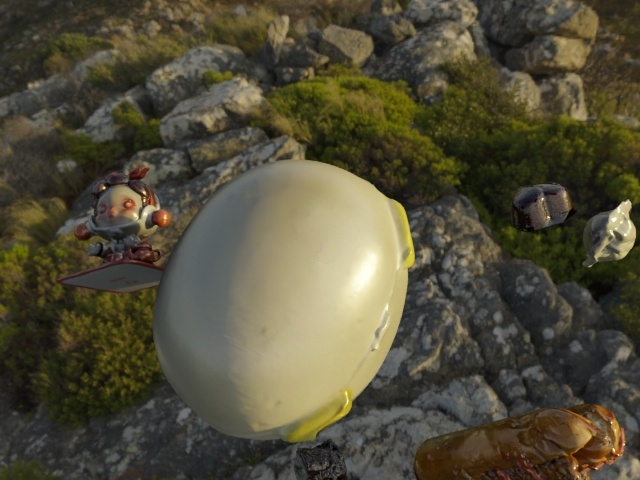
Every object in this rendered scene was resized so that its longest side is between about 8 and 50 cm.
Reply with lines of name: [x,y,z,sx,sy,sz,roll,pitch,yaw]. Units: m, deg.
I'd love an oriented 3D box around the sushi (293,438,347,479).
sushi: [0.002,0.419,0.867,0.084,0.094,0.098,-6,16,-25]

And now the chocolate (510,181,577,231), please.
chocolate: [0.501,-0.092,1.105,0.148,0.080,0.125,-18,28,2]

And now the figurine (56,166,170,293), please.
figurine: [-0.360,-0.034,0.900,0.183,0.160,0.226,-14,69,24]

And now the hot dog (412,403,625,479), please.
hot dog: [0.297,0.344,0.753,0.158,0.349,0.117,8,58,-31]

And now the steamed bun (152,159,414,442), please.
steamed bun: [-0.049,0.072,0.652,0.333,0.334,0.374,18,76,34]

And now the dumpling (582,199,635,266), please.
dumpling: [0.663,-0.004,1.115,0.108,0.188,0.127,32,39,23]
